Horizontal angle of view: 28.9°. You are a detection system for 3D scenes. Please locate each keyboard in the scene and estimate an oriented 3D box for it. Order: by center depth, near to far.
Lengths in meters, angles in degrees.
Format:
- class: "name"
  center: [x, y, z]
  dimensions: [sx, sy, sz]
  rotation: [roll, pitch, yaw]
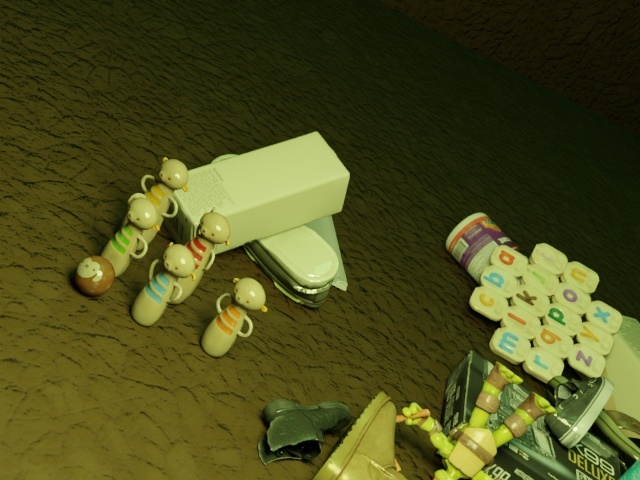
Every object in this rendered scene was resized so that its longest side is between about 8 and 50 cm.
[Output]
- class: "keyboard"
  center: [0.000, 0.000, 2.179]
  dimensions: [0.072, 0.014, 0.256]
  rotation: [21, 28, -21]

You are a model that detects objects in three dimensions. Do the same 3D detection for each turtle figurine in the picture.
- class: "turtle figurine"
  center: [0.235, 0.298, 1.770]
  dimensions: [0.269, 0.217, 0.087]
  rotation: [41, -4, 8]

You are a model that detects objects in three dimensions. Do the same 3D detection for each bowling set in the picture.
- class: "bowling set"
  center: [-0.215, 0.023, 1.668]
  dimensions: [0.287, 0.154, 0.200]
  rotation: [47, 26, 23]

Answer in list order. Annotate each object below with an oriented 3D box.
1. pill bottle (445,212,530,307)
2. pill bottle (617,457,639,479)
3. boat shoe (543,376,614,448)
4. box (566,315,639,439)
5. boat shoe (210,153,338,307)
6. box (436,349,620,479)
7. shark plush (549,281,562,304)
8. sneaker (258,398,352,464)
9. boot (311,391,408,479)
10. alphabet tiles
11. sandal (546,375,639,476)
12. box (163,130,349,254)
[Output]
- class: "pill bottle"
  center: [0.345, 0.046, 2.441]
  dimensions: [0.108, 0.108, 0.193]
  rotation: [0, 43, -53]
- class: "pill bottle"
  center: [0.453, 0.410, 1.745]
  dimensions: [0.146, 0.264, 0.146]
  rotation: [29, 25, -15]
- class: "boat shoe"
  center: [0.411, 0.261, 2.009]
  dimensions: [0.076, 0.080, 0.228]
  rotation: [42, 31, 9]
- class: "box"
  center: [0.615, 0.289, 2.354]
  dimensions: [0.148, 0.121, 0.311]
  rotation: [14, 33, -41]
- class: "boat shoe"
  center: [-0.084, -0.016, 1.996]
  dimensions: [0.109, 0.091, 0.305]
  rotation: [-26, 59, -26]
- class: "box"
  center: [0.332, 0.333, 1.948]
  dimensions: [0.307, 0.076, 0.242]
  rotation: [35, 23, -4]
- class: "shark plush"
  center: [0.453, 0.111, 2.579]
  dimensions: [0.161, 0.073, 0.067]
  rotation: [1, 18, -22]
- class: "sneaker"
  center: [-0.016, 0.258, 1.649]
  dimensions: [0.170, 0.051, 0.089]
  rotation: [11, 35, -37]
- class: "boot"
  center: [0.129, 0.350, 1.644]
  dimensions: [0.269, 0.089, 0.236]
  rotation: [39, 35, 4]
- class: "alphabet tiles"
  center: [0.422, 0.133, 2.324]
  dimensions: [0.278, 0.021, 0.284]
  rotation: [30, 53, 2]
- class: "sandal"
  center: [0.510, 0.333, 2.118]
  dimensions: [0.086, 0.120, 0.303]
  rotation: [-30, 61, -20]
- class: "box"
  center: [-0.101, -0.070, 1.913]
  dimensions: [0.275, 0.094, 0.113]
  rotation: [-18, 54, -25]
